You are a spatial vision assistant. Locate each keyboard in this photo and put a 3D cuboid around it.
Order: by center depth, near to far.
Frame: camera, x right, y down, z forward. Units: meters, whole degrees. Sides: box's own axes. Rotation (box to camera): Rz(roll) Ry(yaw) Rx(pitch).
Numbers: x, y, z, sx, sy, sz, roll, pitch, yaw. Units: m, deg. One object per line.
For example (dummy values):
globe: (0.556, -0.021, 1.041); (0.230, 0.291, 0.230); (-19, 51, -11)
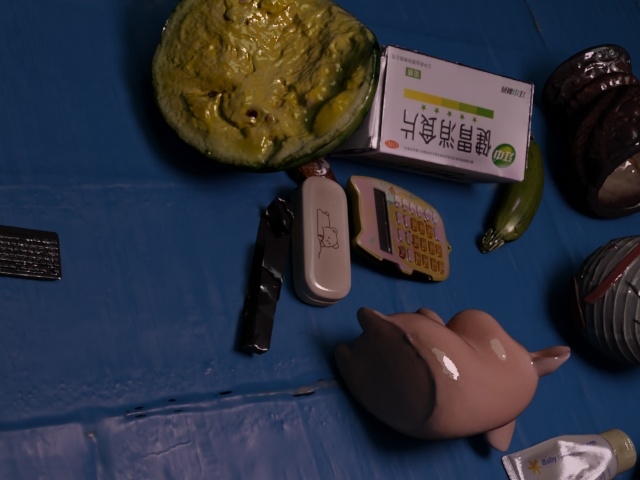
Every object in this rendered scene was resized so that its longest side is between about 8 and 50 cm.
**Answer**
keyboard: (-0.410, 0.005, 1.200); (0.196, 0.015, 0.074); (10, 57, -32)

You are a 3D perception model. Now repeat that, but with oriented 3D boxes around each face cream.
face cream: (0.389, 0.358, 1.539); (0.224, 0.070, 0.114); (-11, 69, -31)

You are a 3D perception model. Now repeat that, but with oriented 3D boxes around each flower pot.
flower pot: (0.570, -0.222, 1.916); (0.266, 0.266, 0.267); (2, 49, -35)

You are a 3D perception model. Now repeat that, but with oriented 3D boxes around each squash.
squash: (0.360, -0.087, 1.792); (0.080, 0.071, 0.318); (9, 48, 19)

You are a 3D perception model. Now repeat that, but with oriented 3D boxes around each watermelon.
watermelon: (-0.066, -0.230, 1.461); (0.189, 0.331, 0.331); (39, 30, -66)

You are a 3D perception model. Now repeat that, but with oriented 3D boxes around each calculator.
calculator: (0.127, -0.013, 1.580); (0.236, 0.033, 0.157); (19, 55, -38)

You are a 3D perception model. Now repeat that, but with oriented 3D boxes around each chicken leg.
chicken leg: (-0.010, -0.127, 1.557); (0.089, 0.048, 0.219); (-20, 76, -44)

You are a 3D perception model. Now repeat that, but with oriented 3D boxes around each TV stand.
TV stand: (-0.076, 0.050, 1.400); (0.036, 0.042, 0.249); (27, 50, -23)

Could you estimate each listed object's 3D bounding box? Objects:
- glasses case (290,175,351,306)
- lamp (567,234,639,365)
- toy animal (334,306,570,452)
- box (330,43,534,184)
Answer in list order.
glasses case: (0.000, 0.000, 1.470); (0.083, 0.050, 0.196); (9, 64, -28)
lamp: (0.544, 0.102, 1.704); (0.265, 0.233, 0.233); (-28, 81, -37)
toy animal: (0.179, 0.190, 1.413); (0.256, 0.195, 0.213); (-6, 41, -40)
box: (0.183, -0.201, 1.640); (0.333, 0.145, 0.173); (8, 85, -33)
